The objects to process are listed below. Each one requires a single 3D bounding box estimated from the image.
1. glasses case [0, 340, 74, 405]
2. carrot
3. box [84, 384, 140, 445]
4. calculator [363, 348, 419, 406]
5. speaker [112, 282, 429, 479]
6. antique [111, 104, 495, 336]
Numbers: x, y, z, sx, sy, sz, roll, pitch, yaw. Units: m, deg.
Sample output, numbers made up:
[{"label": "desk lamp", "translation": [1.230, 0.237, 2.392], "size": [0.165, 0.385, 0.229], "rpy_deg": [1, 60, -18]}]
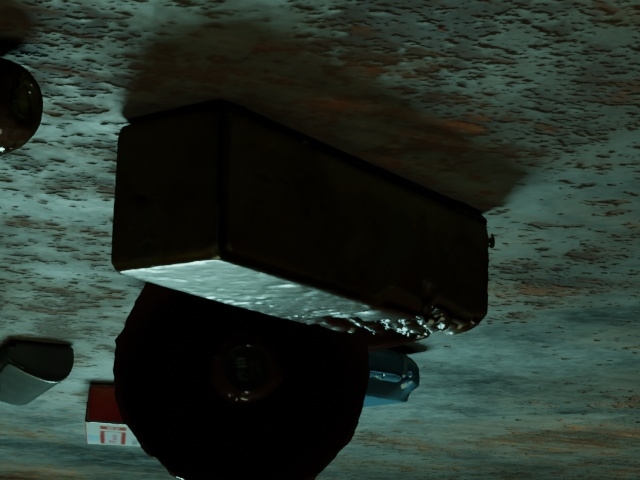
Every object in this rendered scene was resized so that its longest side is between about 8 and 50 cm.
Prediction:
[{"label": "glasses case", "translation": [-0.320, 0.142, 1.826], "size": [0.072, 0.042, 0.190], "rpy_deg": [14, 163, -18]}, {"label": "carrot", "translation": [-0.232, -0.067, 0.931], "size": [0.186, 0.060, 0.060], "rpy_deg": [-3, 166, 28]}, {"label": "box", "translation": [-0.229, 0.220, 2.106], "size": [0.123, 0.050, 0.229], "rpy_deg": [4, 166, -5]}, {"label": "calculator", "translation": [-0.028, 0.149, 1.796], "size": [0.173, 0.051, 0.293], "rpy_deg": [11, 164, -38]}, {"label": "speaker", "translation": [-0.047, 0.076, 1.425], "size": [0.259, 0.198, 0.329], "rpy_deg": [-37, -176, -4]}, {"label": "antique", "translation": [0.000, 0.000, 1.103], "size": [0.087, 0.093, 0.310], "rpy_deg": [-8, 164, 34]}]
